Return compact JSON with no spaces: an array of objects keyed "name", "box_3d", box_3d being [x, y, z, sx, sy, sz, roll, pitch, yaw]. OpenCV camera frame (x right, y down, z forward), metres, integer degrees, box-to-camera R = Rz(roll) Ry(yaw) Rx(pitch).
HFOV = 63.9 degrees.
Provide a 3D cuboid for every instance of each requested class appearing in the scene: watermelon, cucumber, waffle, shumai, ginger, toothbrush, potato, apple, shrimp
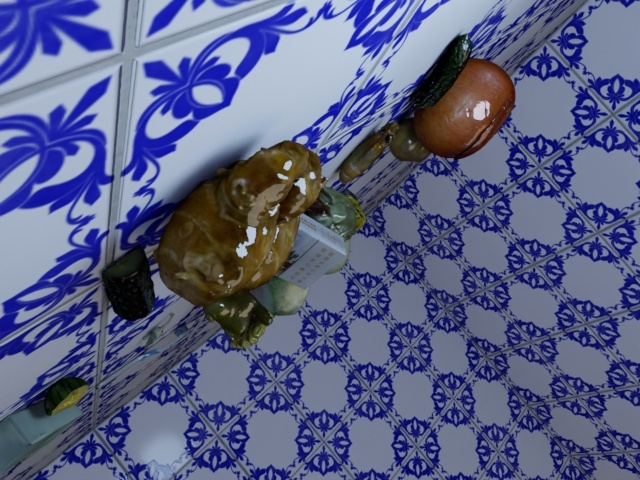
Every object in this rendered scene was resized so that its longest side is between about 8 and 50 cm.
[{"name":"watermelon","box_3d":[-0.593,0.354,1.186,0.105,0.062,0.105,-44,170,-10]},{"name":"cucumber","box_3d":[0.289,-0.387,1.200,0.067,0.067,0.245,-38,177,-23]},{"name":"waffle","box_3d":[-0.232,0.287,1.751,0.148,0.051,0.194,-3,-132,46]},{"name":"shumai","box_3d":[-0.034,-0.066,1.255,0.255,0.189,0.218,-33,152,-18]},{"name":"cucumber","box_3d":[-0.310,0.083,0.855,0.078,0.062,0.211,-37,175,-26]},{"name":"watermelon","box_3d":[-0.121,0.054,1.496,0.193,0.231,0.311,-33,127,-43]},{"name":"ginger","box_3d":[-0.112,-0.041,0.821,0.275,0.152,0.357,-61,173,7]},{"name":"toothbrush","box_3d":[-0.601,0.402,1.772,0.386,0.040,0.040,-35,174,-46]},{"name":"potato","box_3d":[0.270,-0.303,1.546,0.137,0.137,0.176,-41,155,13]},{"name":"apple","box_3d":[0.380,-0.356,1.382,0.272,0.206,0.252,-46,-173,44]},{"name":"shrimp","box_3d":[0.144,-0.247,1.398,0.152,0.063,0.287,-40,179,-37]}]

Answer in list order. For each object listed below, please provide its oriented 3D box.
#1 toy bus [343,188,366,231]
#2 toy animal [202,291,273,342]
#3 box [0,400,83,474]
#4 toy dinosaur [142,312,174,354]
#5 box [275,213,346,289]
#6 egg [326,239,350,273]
[{"name":"toy bus","box_3d":[0.064,-0.079,1.836,0.145,0.151,0.331,-44,174,19]},{"name":"toy animal","box_3d":[-0.216,0.163,1.666,0.362,0.181,0.180,-35,-149,10]},{"name":"box","box_3d":[-0.692,0.456,1.222,0.129,0.086,0.225,-41,176,0]},{"name":"toy dinosaur","box_3d":[-0.490,0.281,1.506,0.180,0.037,0.058,-43,170,21]},{"name":"box","box_3d":[-0.076,0.008,1.132,0.149,0.233,0.067,-43,-143,25]},{"name":"egg","box_3d":[0.000,0.000,1.593,0.185,0.242,0.186,-19,-150,11]}]
